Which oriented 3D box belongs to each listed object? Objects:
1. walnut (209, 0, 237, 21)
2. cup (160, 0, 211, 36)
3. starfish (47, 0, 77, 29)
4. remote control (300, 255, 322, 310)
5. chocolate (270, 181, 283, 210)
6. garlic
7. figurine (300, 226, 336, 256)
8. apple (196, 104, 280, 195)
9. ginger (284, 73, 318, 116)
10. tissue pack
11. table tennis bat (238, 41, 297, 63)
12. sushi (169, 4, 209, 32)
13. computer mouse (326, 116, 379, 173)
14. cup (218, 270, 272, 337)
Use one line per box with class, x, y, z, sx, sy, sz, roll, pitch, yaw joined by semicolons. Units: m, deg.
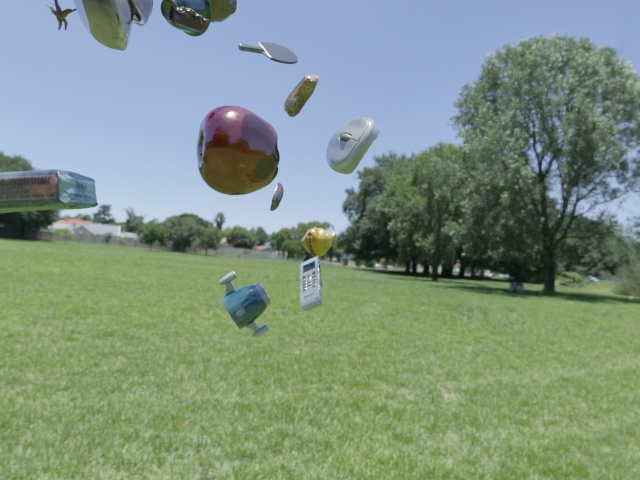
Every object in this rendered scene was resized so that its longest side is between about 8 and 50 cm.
walnut;-0.488;-1.101;1.965;0.248;0.249;0.248;6;-3;0
cup;-0.568;-0.936;1.810;0.199;0.199;0.150;5;25;26
starfish;-1.065;-0.939;1.833;0.130;0.041;0.133;-1;-50;21
remote control;-0.026;0.118;1.226;0.065;0.166;0.029;-26;-52;19
chocolate;-0.150;-0.152;1.572;0.031;0.101;0.065;16;-38;-2
garlic;-0.569;-0.694;1.263;0.231;0.340;0.246;-27;-9;-31
figurine;0.000;0.000;1.969;0.156;0.131;0.246;-8;5;27
apple;-0.208;-0.234;1.152;0.229;0.230;0.230;6;-3;0
ginger;-0.073;-0.540;1.653;0.069;0.190;0.095;37;-5;-29
tissue pack;-0.793;-0.126;1.175;0.315;0.103;0.228;-4;5;-4
table tennis bat;-0.216;-0.787;1.852;0.274;0.154;0.021;-10;-36;-38
sushi;-0.363;-0.615;1.232;0.120;0.055;0.052;5;19;-35
computer mouse;0.089;-0.303;1.405;0.121;0.184;0.297;36;7;-3
cup;-0.304;0.263;1.879;0.173;0.300;0.167;-31;9;-8
